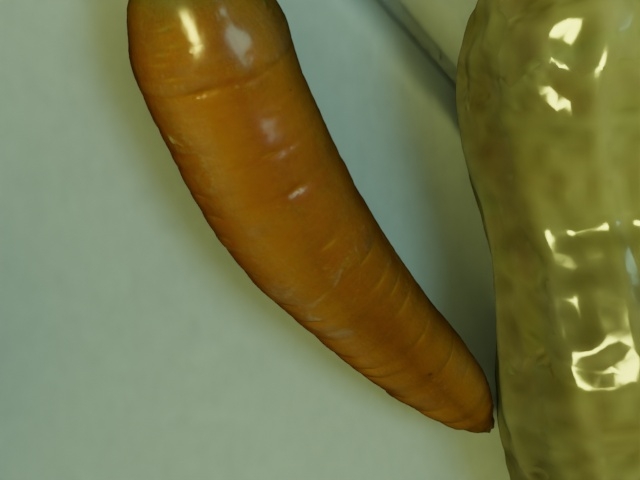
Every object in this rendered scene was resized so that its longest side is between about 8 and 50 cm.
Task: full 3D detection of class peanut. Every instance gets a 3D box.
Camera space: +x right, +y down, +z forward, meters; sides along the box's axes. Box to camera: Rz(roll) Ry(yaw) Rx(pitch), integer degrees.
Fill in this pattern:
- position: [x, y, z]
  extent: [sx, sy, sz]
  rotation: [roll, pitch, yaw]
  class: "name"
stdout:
- position: [0.124, 0.010, 0.798]
  extent: [0.136, 0.120, 0.298]
  rotation: [-41, 126, -77]
  class: "peanut"

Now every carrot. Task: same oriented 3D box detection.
- position: [0.000, 0.001, 0.708]
  extent: [0.062, 0.066, 0.271]
  rotation: [-31, 122, 1]
  class: "carrot"
